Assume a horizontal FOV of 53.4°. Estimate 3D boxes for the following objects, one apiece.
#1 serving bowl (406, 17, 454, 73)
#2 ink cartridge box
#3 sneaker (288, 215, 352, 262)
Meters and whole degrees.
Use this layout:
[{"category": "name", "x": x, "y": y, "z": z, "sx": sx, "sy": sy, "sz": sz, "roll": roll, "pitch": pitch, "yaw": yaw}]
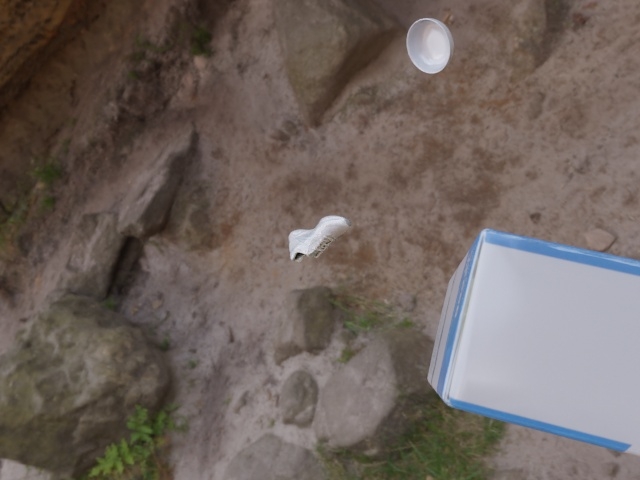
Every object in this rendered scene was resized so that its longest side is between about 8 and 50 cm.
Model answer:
[{"category": "serving bowl", "x": 0.173, "y": -0.301, "z": 0.978, "sx": 0.027, "sy": 0.083, "sz": 0.083, "roll": -31, "pitch": 12, "yaw": -34}, {"category": "ink cartridge box", "x": 0.219, "y": 0.098, "z": 0.555, "sx": 0.307, "sy": 0.223, "sz": 0.129, "roll": 54, "pitch": -131, "yaw": -78}, {"category": "sneaker", "x": 0.000, "y": 0.000, "z": 1.186, "sx": 0.152, "sy": 0.054, "sz": 0.061, "roll": -25, "pitch": 50, "yaw": 39}]
